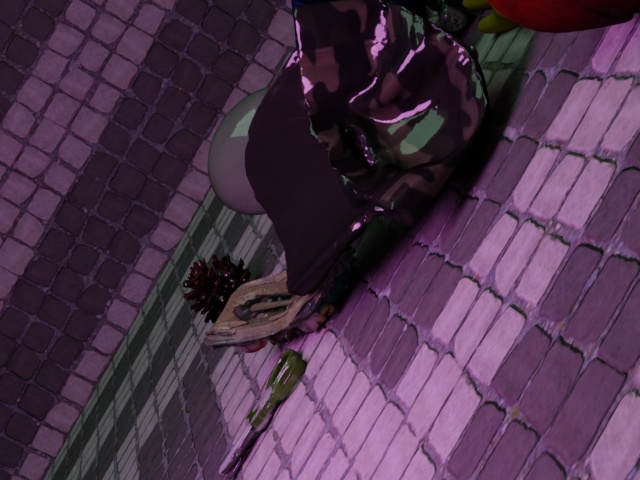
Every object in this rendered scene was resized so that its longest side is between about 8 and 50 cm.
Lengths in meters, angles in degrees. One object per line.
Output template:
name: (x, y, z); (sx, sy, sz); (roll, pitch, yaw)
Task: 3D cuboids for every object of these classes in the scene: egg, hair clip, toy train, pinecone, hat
egg: (-0.097, -0.166, 2.624); (0.282, 0.203, 0.203); (-48, 17, 36)
hair clip: (-0.044, 0.097, 2.075); (0.321, 0.091, 0.138); (-24, 28, 52)
toy train: (0.213, -0.390, 2.183); (0.200, 0.083, 0.132); (-82, 14, -61)
pinecone: (-0.190, 0.089, 2.608); (0.140, 0.121, 0.140); (18, -90, -87)
hat: (0.059, -0.110, 1.880); (0.381, 0.257, 0.366); (103, 153, -57)

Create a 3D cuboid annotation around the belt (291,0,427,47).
belt: (0.062, -0.343, 2.209); (0.347, 0.213, 0.117); (-103, 6, -73)

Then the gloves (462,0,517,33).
gloves: (0.228, -0.340, 1.867); (0.294, 0.116, 0.133); (-149, 55, -77)

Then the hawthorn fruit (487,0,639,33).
hawthorn fruit: (0.232, -0.367, 1.481); (0.265, 0.307, 0.265); (-50, 22, 29)

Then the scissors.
scissors: (-0.085, 0.248, 2.021); (0.204, 0.027, 0.101); (-58, 11, 3)
